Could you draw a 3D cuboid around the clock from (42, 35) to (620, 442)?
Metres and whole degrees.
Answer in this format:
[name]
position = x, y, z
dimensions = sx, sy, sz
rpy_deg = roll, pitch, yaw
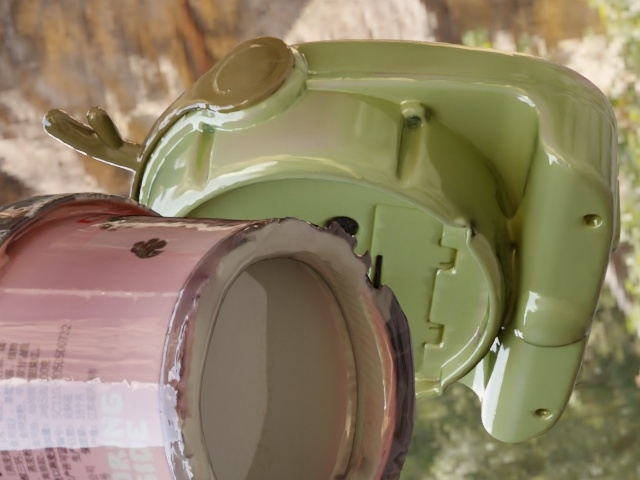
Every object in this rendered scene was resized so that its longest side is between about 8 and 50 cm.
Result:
[clock]
position = 0.000, 0.000, 0.865
dimensions = 0.235, 0.308, 0.096
rpy_deg = 93, -175, -47

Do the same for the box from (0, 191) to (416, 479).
[box]
position = -0.053, 0.053, 0.575
dimensions = 0.151, 0.135, 0.151
rpy_deg = 8, -100, -50
